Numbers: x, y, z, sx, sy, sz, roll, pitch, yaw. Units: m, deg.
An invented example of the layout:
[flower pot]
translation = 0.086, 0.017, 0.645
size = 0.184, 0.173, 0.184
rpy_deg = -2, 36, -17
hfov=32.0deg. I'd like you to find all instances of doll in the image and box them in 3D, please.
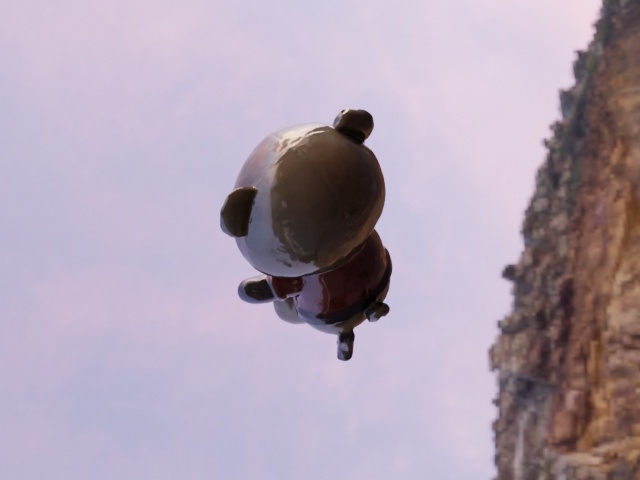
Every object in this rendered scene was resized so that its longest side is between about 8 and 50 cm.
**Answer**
[doll]
translation = 0.000, 0.000, 1.371
size = 0.235, 0.174, 0.330
rpy_deg = -36, -41, -14
